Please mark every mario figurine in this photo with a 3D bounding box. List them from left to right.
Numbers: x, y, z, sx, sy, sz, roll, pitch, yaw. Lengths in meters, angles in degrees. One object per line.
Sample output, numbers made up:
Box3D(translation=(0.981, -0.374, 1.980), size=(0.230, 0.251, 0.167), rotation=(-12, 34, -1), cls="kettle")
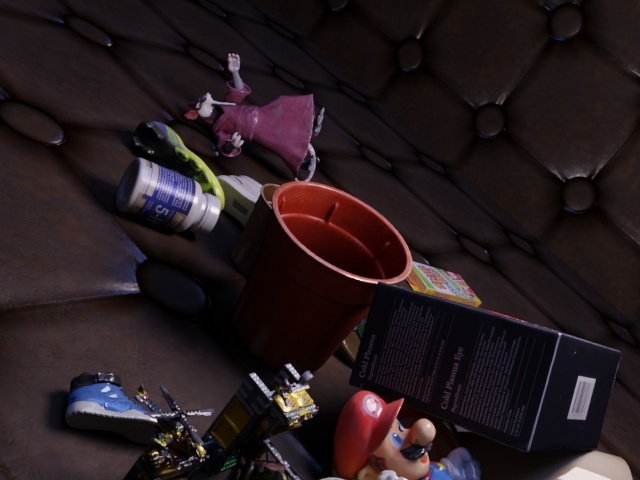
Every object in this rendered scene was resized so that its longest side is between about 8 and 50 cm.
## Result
Box3D(translation=(0.152, 0.324, 1.064), size=(0.320, 0.170, 0.198), rotation=(49, -15, -5), cls="mario figurine")

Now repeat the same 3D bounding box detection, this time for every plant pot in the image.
Box3D(translation=(-0.093, -0.003, 1.661), size=(0.167, 0.165, 0.167), rotation=(29, 23, -14), cls="plant pot")
Box3D(translation=(-0.017, 0.080, 1.441), size=(0.272, 0.265, 0.272), rotation=(22, 30, -14), cls="plant pot")
Box3D(translation=(0.337, 0.437, 1.355), size=(0.274, 0.257, 0.256), rotation=(22, 22, 2), cls="plant pot")

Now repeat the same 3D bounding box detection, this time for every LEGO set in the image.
Box3D(translation=(-0.083, 0.293, 1.042), size=(0.331, 0.192, 0.255), rotation=(7, 36, -50), cls="LEGO set")

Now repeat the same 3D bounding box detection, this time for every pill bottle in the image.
Box3D(translation=(-0.299, -0.080, 1.586), size=(0.186, 0.112, 0.112), rotation=(22, 26, -29), cls="pill bottle")

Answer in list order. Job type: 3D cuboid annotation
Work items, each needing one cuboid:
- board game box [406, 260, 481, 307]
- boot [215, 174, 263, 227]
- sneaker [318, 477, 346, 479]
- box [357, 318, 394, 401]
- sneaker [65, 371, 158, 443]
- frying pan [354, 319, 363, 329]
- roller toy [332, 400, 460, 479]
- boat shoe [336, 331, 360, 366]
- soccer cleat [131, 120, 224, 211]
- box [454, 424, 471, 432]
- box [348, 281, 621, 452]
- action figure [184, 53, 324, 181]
Box3D(translation=(0.327, 0.121, 2.207), size=(0.259, 0.039, 0.124), rotation=(13, 31, -39), cls="board game box")
Box3D(translation=(-0.130, -0.068, 1.826), size=(0.258, 0.095, 0.123), rotation=(43, 30, 18), cls="boot")
Box3D(translation=(0.088, 0.456, 1.004), size=(0.385, 0.145, 0.147), rotation=(58, 3, -8), cls="sneaker")
Box3D(translation=(0.246, 0.255, 1.691), size=(0.262, 0.127, 0.231), rotation=(21, 27, -34), cls="box")
Box3D(translation=(-0.270, 0.222, 1.091), size=(0.152, 0.058, 0.085), rotation=(17, 36, -25), cls="sneaker")
Box3D(translation=(-0.025, 0.103, 1.713), size=(0.326, 0.053, 0.197), rotation=(19, 27, -43), cls="frying pan")
Box3D(translation=(0.122, 0.368, 1.256), size=(0.191, 0.146, 0.209), rotation=(16, 38, -31), cls="roller toy")
Box3D(translation=(0.032, 0.191, 1.608), size=(0.152, 0.049, 0.056), rotation=(57, 31, 2), cls="boat shoe")
Box3D(translation=(-0.300, -0.167, 1.790), size=(0.289, 0.093, 0.121), rotation=(44, 17, 18), cls="soccer cleat")
Box3D(translation=(0.371, 0.415, 1.598), size=(0.130, 0.091, 0.170), rotation=(20, 27, -33), cls="box")
Box3D(translation=(0.278, 0.208, 1.314), size=(0.312, 0.179, 0.343), rotation=(14, -3, 36), cls="box")
Box3D(translation=(-0.179, -0.322, 2.147), size=(0.370, 0.248, 0.276), rotation=(13, -13, 5), cls="action figure")
